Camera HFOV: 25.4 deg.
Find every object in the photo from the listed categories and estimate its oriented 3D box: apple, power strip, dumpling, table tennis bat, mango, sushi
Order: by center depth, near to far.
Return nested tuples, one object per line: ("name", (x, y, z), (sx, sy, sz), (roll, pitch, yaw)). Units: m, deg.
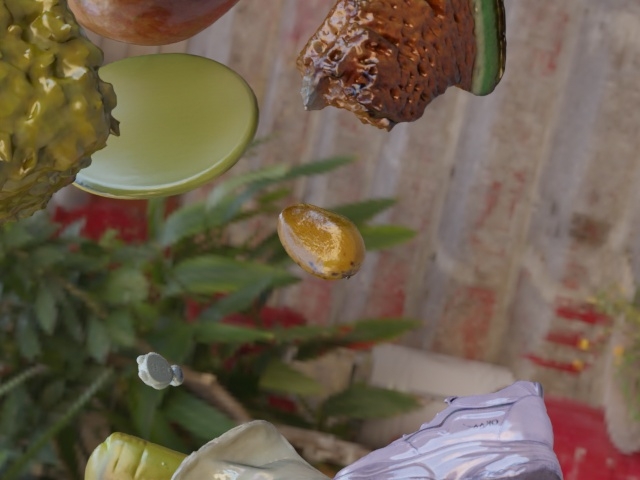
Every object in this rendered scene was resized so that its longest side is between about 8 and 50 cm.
("sushi", (-0.370, -0.159, 1.197), (0.351, 0.240, 0.396), (62, 151, 0))
("table tennis bat", (-0.250, -0.120, 1.569), (0.054, 0.368, 0.224), (84, 180, -48))
("mango", (0.000, 0.000, 1.639), (0.079, 0.114, 0.057), (-58, -11, 15))
("apple", (-0.193, -0.384, 1.755), (0.301, 0.301, 0.302), (-168, 90, -85))
("power strip", (-0.229, 0.187, 1.995), (0.035, 0.083, 0.055), (-29, 59, 32))
("dumpling", (-0.090, 0.462, 2.024), (0.395, 0.315, 0.233), (63, 149, 17))

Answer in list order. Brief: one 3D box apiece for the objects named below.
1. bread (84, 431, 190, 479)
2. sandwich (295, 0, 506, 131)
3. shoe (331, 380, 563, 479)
("bread", (-0.203, 0.439, 2.315), (0.112, 0.383, 0.166), (-73, 2, -57))
("sandwich", (0.076, -0.242, 1.637), (0.301, 0.162, 0.250), (-39, -54, -32))
("shoe", (0.127, 0.217, 1.456), (0.138, 0.245, 0.095), (-81, -29, -44))
